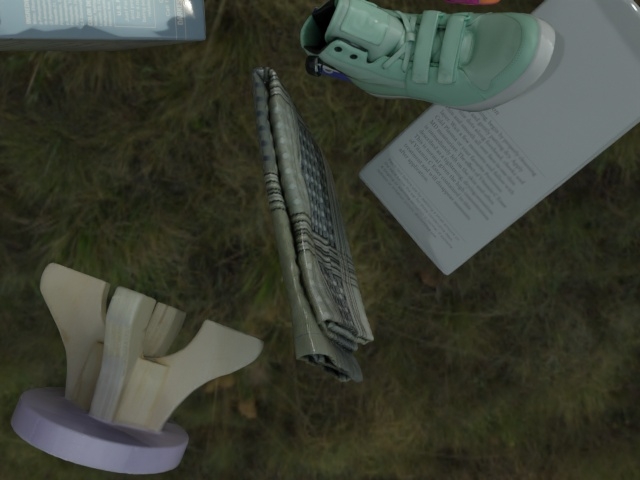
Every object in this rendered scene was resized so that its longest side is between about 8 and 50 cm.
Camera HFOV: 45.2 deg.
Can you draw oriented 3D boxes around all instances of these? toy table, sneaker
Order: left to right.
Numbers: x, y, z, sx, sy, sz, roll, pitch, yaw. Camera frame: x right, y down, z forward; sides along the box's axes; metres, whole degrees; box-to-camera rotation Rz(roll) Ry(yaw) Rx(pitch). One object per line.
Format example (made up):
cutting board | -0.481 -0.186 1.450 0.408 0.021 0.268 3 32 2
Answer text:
toy table | -0.204 0.139 0.829 0.252 0.161 0.274 21 172 -9
sneaker | 0.090 -0.192 0.762 0.151 0.094 0.255 15 174 -43

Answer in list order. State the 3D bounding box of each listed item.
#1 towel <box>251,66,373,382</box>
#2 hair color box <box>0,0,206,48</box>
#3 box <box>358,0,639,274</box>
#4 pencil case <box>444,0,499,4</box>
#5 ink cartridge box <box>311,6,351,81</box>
towel | 0.000 0.000 0.893 0.056 0.324 0.312 -12 164 7
hair color box | -0.317 -0.241 0.734 0.185 0.114 0.374 9 -163 44
box | 0.246 -0.146 0.939 0.345 0.215 0.168 -42 87 22
pencil case | 0.227 -0.460 1.098 0.104 0.104 0.236 2 121 -1
ink cartridge box | 0.079 -0.461 1.925 0.223 0.045 0.224 17 150 10
